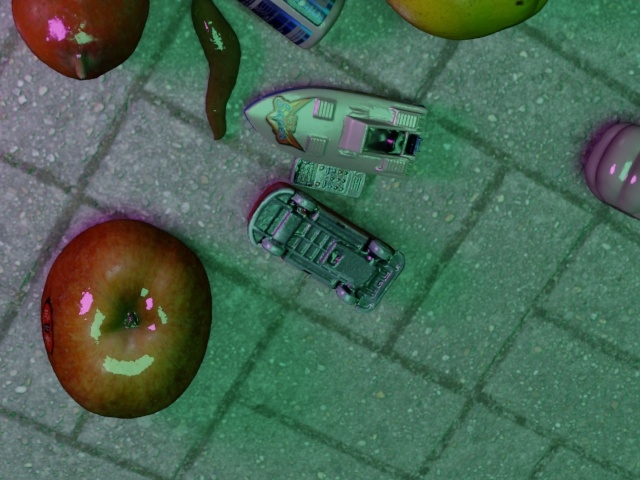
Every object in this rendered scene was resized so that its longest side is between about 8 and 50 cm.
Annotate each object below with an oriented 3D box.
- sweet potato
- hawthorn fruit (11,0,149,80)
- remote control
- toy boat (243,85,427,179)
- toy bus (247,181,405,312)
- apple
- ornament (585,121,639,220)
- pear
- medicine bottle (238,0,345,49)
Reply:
[{"bbox_3d":[-0.156,-0.274,1.813,0.069,0.059,0.250,-1,116,12],"label":"sweet potato"},{"bbox_3d":[-0.339,-0.313,1.667,0.199,0.251,0.199,-8,142,-6],"label":"hawthorn fruit"},{"bbox_3d":[0.013,-0.105,1.924,0.124,0.018,0.053,12,107,-14],"label":"remote control"},{"bbox_3d":[0.021,-0.179,1.860,0.295,0.088,0.129,9,108,-13],"label":"toy boat"},{"bbox_3d":[0.000,0.000,1.906,0.265,0.120,0.121,31,103,-19],"label":"toy bus"},{"bbox_3d":[-0.303,0.129,1.836,0.277,0.250,0.309,-16,110,-3],"label":"apple"},{"bbox_3d":[0.534,-0.120,1.927,0.177,0.177,0.178,-3,111,-8],"label":"ornament"},{"bbox_3d":[0.208,-0.430,1.699,0.294,0.294,0.294,-3,111,-8],"label":"pear"},{"bbox_3d":[-0.065,-0.384,1.758,0.191,0.107,0.107,35,101,-19],"label":"medicine bottle"}]
